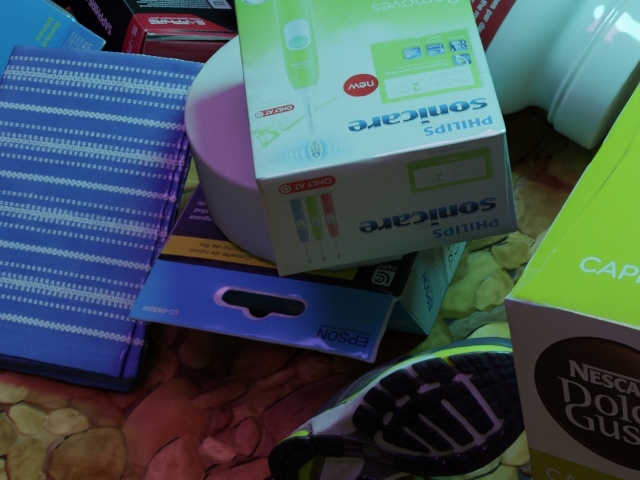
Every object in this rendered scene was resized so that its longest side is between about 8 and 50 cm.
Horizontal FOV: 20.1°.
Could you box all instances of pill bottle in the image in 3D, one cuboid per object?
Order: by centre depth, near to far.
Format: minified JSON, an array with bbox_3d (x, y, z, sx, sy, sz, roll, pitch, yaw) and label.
[{"bbox_3d":[0.154,-0.275,1.839,0.408,0.229,0.229,35,58,11],"label":"pill bottle"}]

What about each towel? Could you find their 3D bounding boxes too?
[{"bbox_3d":[-0.247,-0.028,1.795,0.243,0.040,0.336,8,76,24],"label":"towel"}]

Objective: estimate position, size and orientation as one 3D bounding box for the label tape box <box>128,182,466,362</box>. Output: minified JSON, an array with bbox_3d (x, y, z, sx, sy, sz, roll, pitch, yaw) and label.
[{"bbox_3d":[0.000,0.000,1.757,0.249,0.115,0.347,8,48,21],"label":"label tape box"}]

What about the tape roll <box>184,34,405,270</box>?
[{"bbox_3d":[0.018,-0.103,1.705,0.286,0.100,0.286,-6,44,6],"label":"tape roll"}]

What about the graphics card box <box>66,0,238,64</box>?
[{"bbox_3d":[-0.166,-0.286,2.053,0.233,0.094,0.371,-2,37,-29],"label":"graphics card box"}]

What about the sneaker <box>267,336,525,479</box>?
[{"bbox_3d":[0.078,0.136,1.513,0.300,0.111,0.121,-27,16,44],"label":"sneaker"}]

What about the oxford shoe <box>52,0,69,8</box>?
[{"bbox_3d":[-0.399,-0.281,2.187,0.227,0.082,0.096,-4,44,28],"label":"oxford shoe"}]

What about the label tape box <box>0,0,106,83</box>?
[{"bbox_3d":[-0.406,-0.195,1.967,0.240,0.106,0.334,-56,40,1],"label":"label tape box"}]

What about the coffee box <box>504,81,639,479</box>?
[{"bbox_3d":[0.377,0.084,1.402,0.338,0.334,0.338,15,49,28],"label":"coffee box"}]

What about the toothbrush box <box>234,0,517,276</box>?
[{"bbox_3d":[0.042,-0.122,1.560,0.206,0.122,0.283,-10,45,3],"label":"toothbrush box"}]
